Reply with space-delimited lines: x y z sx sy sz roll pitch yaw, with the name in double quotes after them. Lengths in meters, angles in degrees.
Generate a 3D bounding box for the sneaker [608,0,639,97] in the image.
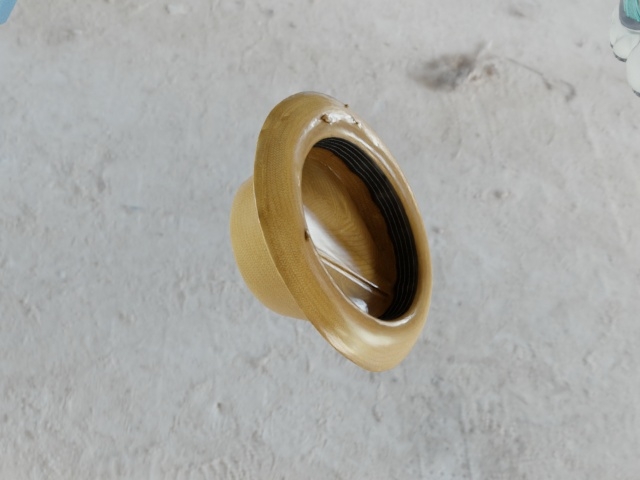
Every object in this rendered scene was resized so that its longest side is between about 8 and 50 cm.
0.225 -0.148 0.507 0.107 0.109 0.275 5 20 12 "sneaker"

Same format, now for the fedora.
0.000 0.000 0.599 0.194 0.079 0.194 27 55 -48 "fedora"

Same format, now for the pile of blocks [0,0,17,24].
-0.177 -0.072 0.232 0.113 0.149 0.362 34 56 -1 "pile of blocks"
